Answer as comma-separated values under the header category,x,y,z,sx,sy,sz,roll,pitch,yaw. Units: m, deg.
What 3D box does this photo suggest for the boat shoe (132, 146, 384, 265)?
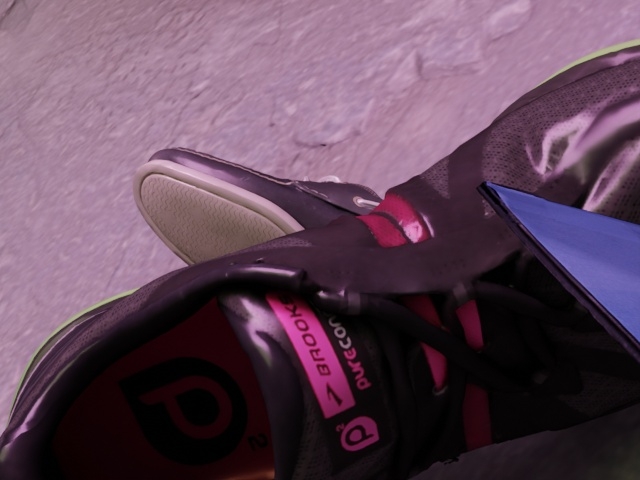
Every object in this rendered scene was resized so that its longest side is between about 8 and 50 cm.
category,x,y,z,sx,sy,sz,roll,pitch,yaw
boat shoe,0.000,0.000,0.987,0.084,0.233,0.079,111,-179,-46

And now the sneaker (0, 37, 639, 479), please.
category,x,y,z,sx,sy,sz,roll,pitch,yaw
sneaker,0.047,0.053,0.808,0.482,0.185,0.202,-27,7,15

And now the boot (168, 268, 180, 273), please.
category,x,y,z,sx,sy,sz,roll,pitch,yaw
boot,-0.095,0.108,1.058,0.236,0.085,0.178,-44,28,-20

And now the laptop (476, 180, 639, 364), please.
category,x,y,z,sx,sy,sz,roll,pitch,yaw
laptop,0.304,-0.034,0.533,0.408,0.236,0.382,-40,10,5
